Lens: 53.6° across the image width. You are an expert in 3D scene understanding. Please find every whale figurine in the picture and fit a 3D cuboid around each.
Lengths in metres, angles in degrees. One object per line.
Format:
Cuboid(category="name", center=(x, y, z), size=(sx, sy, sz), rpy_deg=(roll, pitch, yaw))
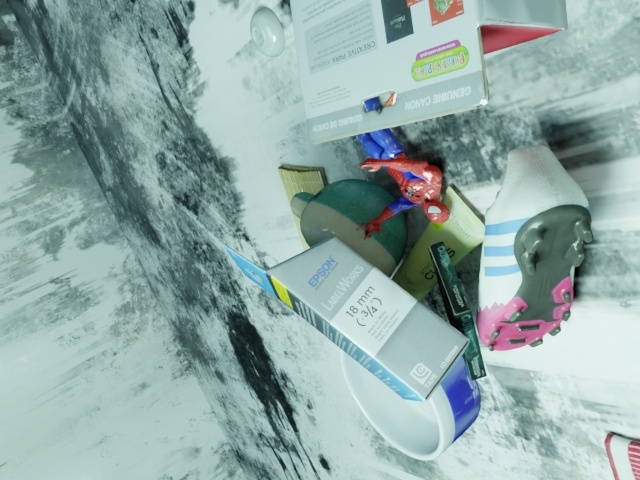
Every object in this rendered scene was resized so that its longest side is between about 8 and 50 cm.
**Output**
Cuboid(category="whale figurine", center=(0.050, -0.023, 1.071), size=(0.216, 0.141, 0.272), rpy_deg=(38, 171, -9))

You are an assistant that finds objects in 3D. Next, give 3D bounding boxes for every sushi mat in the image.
Cuboid(category="sushi mat", center=(0.000, 0.000, 1.267), size=(0.151, 0.019, 0.317), rpy_deg=(14, 127, 51))

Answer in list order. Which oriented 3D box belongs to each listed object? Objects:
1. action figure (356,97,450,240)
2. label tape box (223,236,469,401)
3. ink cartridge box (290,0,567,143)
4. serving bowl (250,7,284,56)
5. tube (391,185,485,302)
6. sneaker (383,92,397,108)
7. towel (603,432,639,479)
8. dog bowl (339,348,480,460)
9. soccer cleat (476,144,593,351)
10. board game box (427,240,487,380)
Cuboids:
Cuboid(category="action figure", center=(0.070, -0.117, 0.926), size=(0.280, 0.139, 0.091), rpy_deg=(50, 152, 20))
Cuboid(category="label tape box", center=(0.034, 0.092, 0.931), size=(0.333, 0.106, 0.241), rpy_deg=(38, 170, 9))
Cuboid(category="ink cartridge box", center=(0.098, -0.261, 0.701), size=(0.309, 0.130, 0.272), rpy_deg=(3, 101, 57))
Cuboid(category="serving bowl", center=(-0.098, -0.357, 1.098), size=(0.083, 0.027, 0.083), rpy_deg=(38, 143, 36))
Cuboid(category="tube", center=(0.172, 0.024, 0.981), size=(0.070, 0.062, 0.240), rpy_deg=(21, 139, -8))
Cuboid(category="sneaker", center=(0.139, -0.188, 0.841), size=(0.067, 0.064, 0.175), rpy_deg=(52, 154, -4))
Cuboid(category="towel", center=(0.518, 0.379, 0.766), size=(0.329, 0.037, 0.237), rpy_deg=(3, 117, 57))
Cuboid(category="dog bowl", center=(0.157, 0.258, 1.159), size=(0.265, 0.104, 0.265), rpy_deg=(37, 143, 35))
Cuboid(category="soccer cleat", center=(0.260, 0.020, 0.807), size=(0.331, 0.115, 0.143), rpy_deg=(86, 177, -53))
Cuboid(category="board game box", center=(0.200, 0.105, 0.921), size=(0.186, 0.026, 0.126), rpy_deg=(65, -171, -47))
